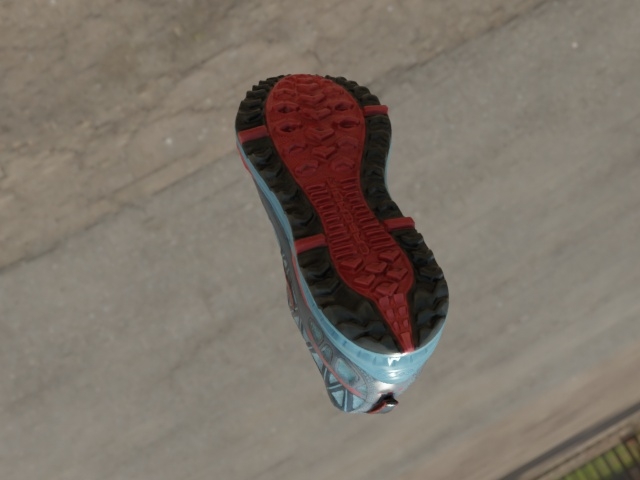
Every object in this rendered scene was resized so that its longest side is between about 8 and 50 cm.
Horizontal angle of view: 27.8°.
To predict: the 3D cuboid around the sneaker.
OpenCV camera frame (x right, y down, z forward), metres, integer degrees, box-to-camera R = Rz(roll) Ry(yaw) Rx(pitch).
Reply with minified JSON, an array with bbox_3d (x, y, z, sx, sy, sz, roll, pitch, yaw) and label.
[{"bbox_3d":[0.000,0.000,0.844,0.104,0.262,0.125,-4,138,-13],"label":"sneaker"}]
